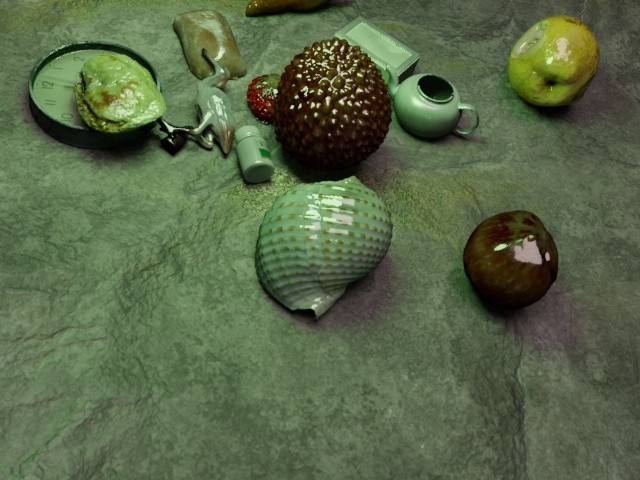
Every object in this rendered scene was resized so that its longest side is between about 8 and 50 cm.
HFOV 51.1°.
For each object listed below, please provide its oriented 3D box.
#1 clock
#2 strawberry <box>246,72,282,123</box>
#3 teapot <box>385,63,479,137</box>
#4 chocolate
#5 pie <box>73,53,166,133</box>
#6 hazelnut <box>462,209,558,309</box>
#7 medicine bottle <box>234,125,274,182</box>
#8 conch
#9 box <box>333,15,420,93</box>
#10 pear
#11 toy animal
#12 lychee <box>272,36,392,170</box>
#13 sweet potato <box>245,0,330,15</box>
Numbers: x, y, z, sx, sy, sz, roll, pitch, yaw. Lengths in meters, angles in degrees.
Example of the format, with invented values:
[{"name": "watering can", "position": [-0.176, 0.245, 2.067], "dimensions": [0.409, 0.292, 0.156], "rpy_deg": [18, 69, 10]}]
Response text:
[{"name": "clock", "position": [-0.556, -0.370, 1.670], "dimensions": [0.325, 0.067, 0.325], "rpy_deg": [7, 55, -10]}, {"name": "strawberry", "position": [-0.127, -0.384, 1.775], "dimensions": [0.145, 0.086, 0.145], "rpy_deg": [8, 53, -10]}, {"name": "teapot", "position": [0.301, -0.379, 1.848], "dimensions": [0.294, 0.129, 0.193], "rpy_deg": [25, 55, 4]}, {"name": "chocolate", "position": [-0.304, -0.557, 1.852], "dimensions": [0.161, 0.083, 0.261], "rpy_deg": [-16, 62, -21]}, {"name": "pie", "position": [-0.480, -0.350, 1.580], "dimensions": [0.201, 0.090, 0.248], "rpy_deg": [-20, 60, -21]}, {"name": "hazelnut", "position": [0.435, 0.041, 1.544], "dimensions": [0.218, 0.218, 0.234], "rpy_deg": [-4, 59, -17]}, {"name": "medicine bottle", "position": [-0.166, -0.214, 1.648], "dimensions": [0.080, 0.080, 0.130], "rpy_deg": [-8, 59, -19]}, {"name": "conch", "position": [0.002, -0.013, 1.477], "dimensions": [0.303, 0.215, 0.319], "rpy_deg": [15, 52, 9]}, {"name": "box", "position": [0.156, -0.539, 1.951], "dimensions": [0.225, 0.086, 0.129], "rpy_deg": [37, 56, 12]}, {"name": "pear", "position": [0.679, -0.519, 1.963], "dimensions": [0.271, 0.271, 0.271], "rpy_deg": [7, 55, -9]}, {"name": "toy animal", "position": [-0.279, -0.343, 1.697], "dimensions": [0.195, 0.090, 0.324], "rpy_deg": [29, 60, -8]}, {"name": "lychee", "position": [0.028, -0.323, 1.643], "dimensions": [0.306, 0.330, 0.306], "rpy_deg": [-8, 36, 6]}, {"name": "sweet potato", "position": [-0.060, -0.754, 2.034], "dimensions": [0.359, 0.112, 0.112], "rpy_deg": [-11, 59, -17]}]
